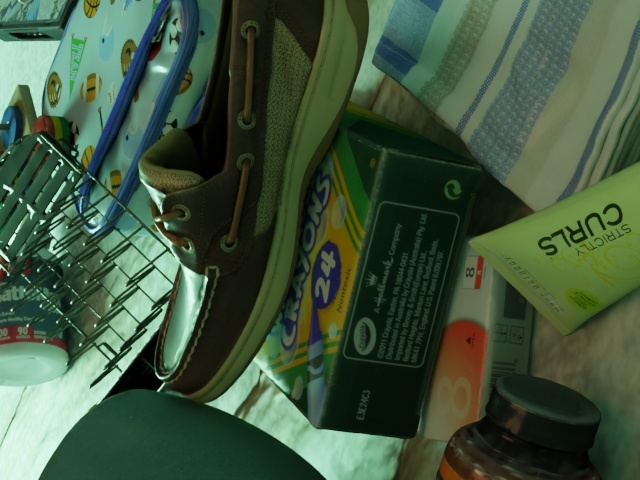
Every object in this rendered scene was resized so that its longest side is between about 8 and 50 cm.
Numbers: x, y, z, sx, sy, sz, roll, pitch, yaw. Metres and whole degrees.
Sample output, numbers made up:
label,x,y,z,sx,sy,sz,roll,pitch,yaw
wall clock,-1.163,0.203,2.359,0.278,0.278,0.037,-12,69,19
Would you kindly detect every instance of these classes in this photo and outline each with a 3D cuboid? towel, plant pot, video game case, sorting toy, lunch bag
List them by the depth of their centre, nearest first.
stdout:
label,x,y,z,sx,sy,sz,roll,pitch,yaw
towel,0.139,-0.148,1.147,0.285,0.034,0.209,50,126,46
plant pot,-0.068,0.265,1.242,0.195,0.290,0.290,4,86,28
lunch bag,-0.166,-0.162,1.632,0.303,0.115,0.243,-63,37,33
sorting toy,-0.338,-0.068,1.761,0.274,0.046,0.132,-55,43,43
video game case,-0.264,-0.348,1.843,0.248,0.035,0.275,12,77,60

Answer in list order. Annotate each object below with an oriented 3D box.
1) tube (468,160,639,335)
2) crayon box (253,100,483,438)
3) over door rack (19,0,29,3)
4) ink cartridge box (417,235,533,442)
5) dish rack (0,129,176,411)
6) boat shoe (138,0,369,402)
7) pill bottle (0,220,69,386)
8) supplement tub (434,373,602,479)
label,x,y,z,sx,sy,sz,roll,pitch,yaw
tube,0.192,-0.008,1.014,0.240,0.062,0.070,-33,65,51
crayon box,0.000,0.000,1.292,0.323,0.083,0.203,-143,64,-66
over door rack,-0.200,-0.405,1.598,0.324,0.108,0.239,-41,20,27
ink cartridge box,0.084,0.070,1.210,0.179,0.045,0.145,0,83,58
dish rack,-0.229,0.034,1.602,0.271,0.074,0.208,45,133,4
boat shoe,-0.076,-0.042,1.214,0.123,0.123,0.342,-119,45,-57
pill bottle,-0.341,0.064,1.886,0.108,0.108,0.180,-41,50,50
supplement tub,0.116,0.188,1.065,0.106,0.106,0.198,40,117,56
